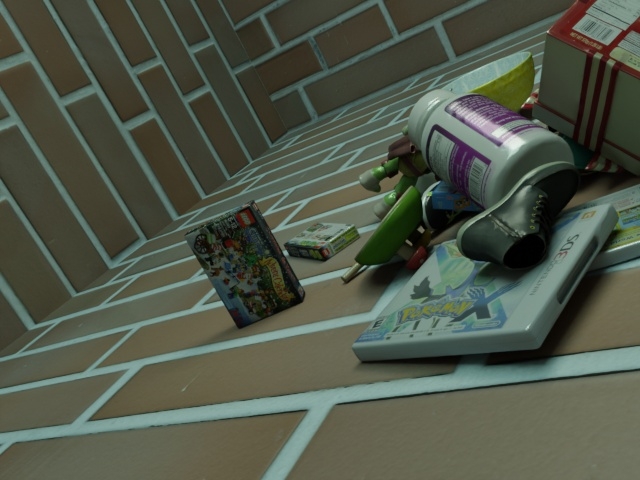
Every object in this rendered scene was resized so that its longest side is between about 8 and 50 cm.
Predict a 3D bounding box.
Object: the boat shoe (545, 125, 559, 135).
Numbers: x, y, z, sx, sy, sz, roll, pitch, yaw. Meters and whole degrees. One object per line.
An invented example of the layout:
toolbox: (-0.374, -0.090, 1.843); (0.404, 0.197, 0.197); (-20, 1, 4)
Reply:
boat shoe: (0.529, -0.239, 1.530); (0.066, 0.066, 0.183); (-26, 16, 6)

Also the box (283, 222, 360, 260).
box: (0.000, 0.000, 1.726); (0.114, 0.036, 0.207); (-34, 17, -20)

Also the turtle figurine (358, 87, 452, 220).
turtle figurine: (0.239, -0.168, 1.603); (0.266, 0.198, 0.274); (-39, 5, 33)

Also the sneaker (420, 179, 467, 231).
sneaker: (0.297, -0.100, 1.450); (0.235, 0.084, 0.097); (-37, 19, -29)

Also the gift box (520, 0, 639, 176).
gift box: (0.507, -0.280, 1.196); (0.276, 0.258, 0.255); (-41, 62, -10)

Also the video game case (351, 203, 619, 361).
video game case: (0.240, 0.066, 1.045); (0.329, 0.036, 0.300); (-17, 21, 50)

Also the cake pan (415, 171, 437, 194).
cake pan: (0.340, -0.200, 1.754); (0.293, 0.054, 0.293); (-26, 15, 8)

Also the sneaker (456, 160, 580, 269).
sneaker: (0.316, -0.030, 1.009); (0.222, 0.083, 0.118); (-37, 25, -10)

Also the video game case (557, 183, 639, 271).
video game case: (0.457, -0.026, 1.053); (0.227, 0.026, 0.206); (-20, 17, 23)

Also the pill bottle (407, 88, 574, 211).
pill bottle: (0.286, -0.162, 1.243); (0.169, 0.169, 0.301); (-31, 40, -9)

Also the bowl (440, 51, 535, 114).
bowl: (0.470, -0.385, 1.927); (0.290, 0.156, 0.289); (-26, 15, 8)

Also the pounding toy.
pounding toy: (0.155, 0.009, 1.365); (0.183, 0.110, 0.237); (-49, -6, -27)

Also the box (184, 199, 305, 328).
box: (-0.156, 0.052, 1.458); (0.159, 0.233, 0.044); (-25, 15, 15)

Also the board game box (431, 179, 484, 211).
board game box: (0.339, -0.103, 1.343); (0.212, 0.039, 0.160); (5, 30, 26)

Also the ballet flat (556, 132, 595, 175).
ballet flat: (0.530, -0.195, 1.371); (0.316, 0.107, 0.106); (-31, -5, -31)
